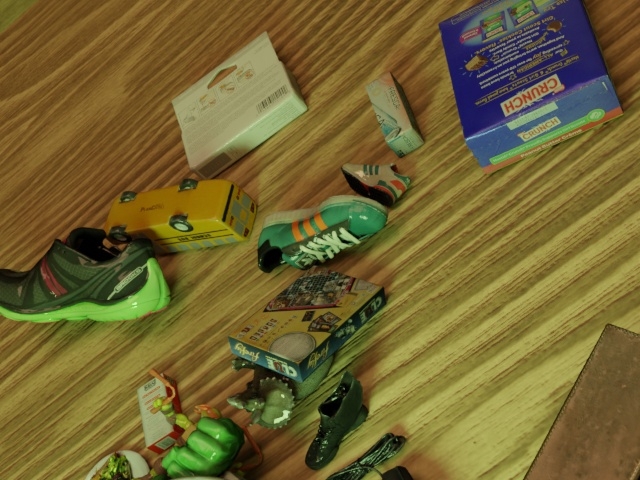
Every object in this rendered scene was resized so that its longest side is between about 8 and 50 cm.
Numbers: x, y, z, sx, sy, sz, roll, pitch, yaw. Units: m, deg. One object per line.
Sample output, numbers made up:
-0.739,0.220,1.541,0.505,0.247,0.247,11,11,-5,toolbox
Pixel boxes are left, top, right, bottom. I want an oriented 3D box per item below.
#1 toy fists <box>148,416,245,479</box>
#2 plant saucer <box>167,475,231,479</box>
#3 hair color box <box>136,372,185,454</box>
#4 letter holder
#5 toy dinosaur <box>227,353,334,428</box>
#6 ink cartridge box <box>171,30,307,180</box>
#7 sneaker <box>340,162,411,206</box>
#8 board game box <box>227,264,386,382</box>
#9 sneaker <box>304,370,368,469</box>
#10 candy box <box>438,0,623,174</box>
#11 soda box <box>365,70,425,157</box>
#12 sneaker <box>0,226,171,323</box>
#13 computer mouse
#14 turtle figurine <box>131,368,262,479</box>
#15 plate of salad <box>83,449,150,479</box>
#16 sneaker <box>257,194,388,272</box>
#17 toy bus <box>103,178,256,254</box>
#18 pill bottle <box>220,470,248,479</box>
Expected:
-0.239,0.414,1.644,0.096,0.142,0.279,39,92,6,toy fists
-0.202,0.568,1.483,0.401,0.100,0.400,-3,80,16,plant saucer
-0.311,0.337,1.890,0.072,0.043,0.141,-33,47,15,hair color box
0.424,0.299,1.275,0.214,0.152,0.301,21,75,42,letter holder
-0.050,0.233,1.727,0.314,0.121,0.160,-33,38,-32,toy dinosaur
-0.193,-0.312,2.238,0.296,0.066,0.261,-34,45,13,ink cartridge box
0.111,-0.123,1.889,0.075,0.057,0.161,-40,40,-17,sneaker
-0.021,0.140,1.710,0.165,0.042,0.243,17,41,37,board game box
0.017,0.304,1.627,0.170,0.089,0.051,-47,44,0,sneaker
0.375,-0.316,1.764,0.268,0.122,0.317,-23,48,22,candy box
0.148,-0.254,1.941,0.063,0.058,0.183,-31,46,17,soda box
-0.531,0.073,2.112,0.483,0.185,0.202,-4,93,25,sneaker
0.077,0.420,1.492,0.184,0.060,0.262,-39,34,11,computer mouse
-0.249,0.377,1.770,0.270,0.087,0.217,36,91,14,turtle figurine
-0.406,0.493,1.850,0.200,0.048,0.199,-20,50,25,plate of salad
0.000,0.000,1.849,0.302,0.108,0.121,-13,54,41,sneaker
-0.311,-0.047,2.097,0.333,0.130,0.108,-9,57,33,toy bus
-0.165,0.501,1.609,0.118,0.117,0.208,23,76,45,pill bottle
